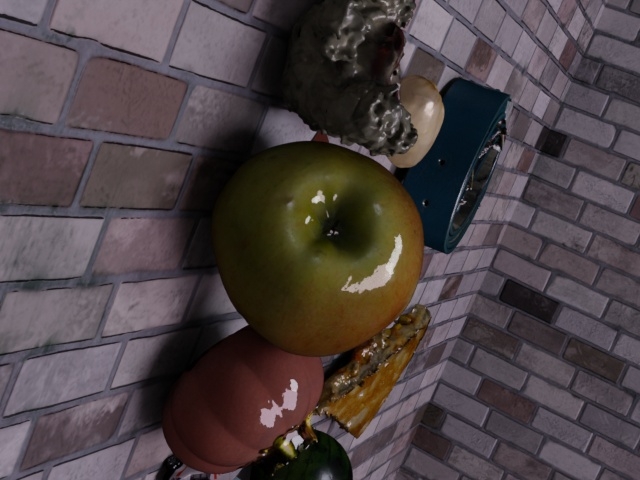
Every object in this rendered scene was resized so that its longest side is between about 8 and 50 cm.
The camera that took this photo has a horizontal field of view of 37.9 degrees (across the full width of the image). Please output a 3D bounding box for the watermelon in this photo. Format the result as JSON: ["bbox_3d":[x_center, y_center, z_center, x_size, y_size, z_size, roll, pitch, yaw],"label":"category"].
[{"bbox_3d":[-0.044,0.551,2.148,0.242,0.242,0.242,-50,156,-33],"label":"watermelon"}]

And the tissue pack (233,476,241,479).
[{"bbox_3d":[-0.212,0.526,1.961,0.074,0.058,0.094,-65,160,-3],"label":"tissue pack"}]

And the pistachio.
[{"bbox_3d":[0.179,-0.251,1.935,0.145,0.117,0.200,-1,132,-25],"label":"pistachio"}]

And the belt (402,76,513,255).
[{"bbox_3d":[0.328,-0.183,2.285,0.437,0.173,0.300,-60,161,-14],"label":"belt"}]

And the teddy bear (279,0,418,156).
[{"bbox_3d":[0.078,-0.326,1.460,0.357,0.224,0.368,-1,110,-78],"label":"teddy bear"}]

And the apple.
[{"bbox_3d":[0.000,0.000,1.448,0.338,0.338,0.305,-56,169,-22],"label":"apple"}]

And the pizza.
[{"bbox_3d":[0.098,0.358,2.452,0.406,0.130,0.440,-5,127,-57],"label":"pizza"}]

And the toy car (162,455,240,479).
[{"bbox_3d":[-0.208,0.419,1.776,0.209,0.108,0.089,-44,152,-42],"label":"toy car"}]

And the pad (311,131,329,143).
[{"bbox_3d":[-0.048,-0.069,1.738,0.267,0.004,0.181,-58,160,-17],"label":"pad"}]

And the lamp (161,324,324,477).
[{"bbox_3d":[-0.118,0.281,1.586,0.305,0.240,0.305,-39,173,-6],"label":"lamp"}]
